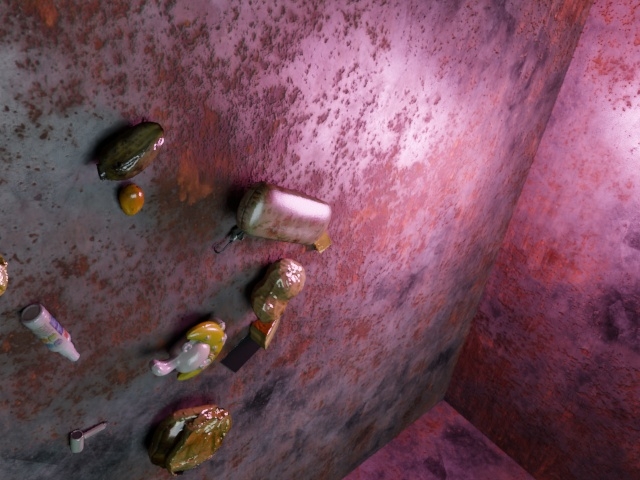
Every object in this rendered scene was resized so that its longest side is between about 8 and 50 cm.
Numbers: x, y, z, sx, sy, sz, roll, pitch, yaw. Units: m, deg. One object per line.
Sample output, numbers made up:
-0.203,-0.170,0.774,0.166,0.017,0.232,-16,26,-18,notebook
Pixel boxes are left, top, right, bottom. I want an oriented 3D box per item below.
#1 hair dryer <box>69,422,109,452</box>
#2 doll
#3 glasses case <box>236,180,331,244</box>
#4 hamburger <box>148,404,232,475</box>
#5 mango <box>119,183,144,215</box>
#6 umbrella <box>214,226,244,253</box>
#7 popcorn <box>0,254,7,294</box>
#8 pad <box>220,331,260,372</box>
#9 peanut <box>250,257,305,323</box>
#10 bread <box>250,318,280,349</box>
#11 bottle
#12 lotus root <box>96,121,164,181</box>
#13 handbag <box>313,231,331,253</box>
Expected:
-0.691,0.580,1.729,0.124,0.038,0.063,-24,140,-46,hair dryer
-0.395,0.339,1.784,0.252,0.111,0.237,-41,161,-16,doll
-0.098,-0.074,1.725,0.425,0.098,0.156,10,106,-61,glasses case
-0.457,0.681,2.008,0.285,0.134,0.265,13,104,-60,hamburger
-0.450,-0.094,1.370,0.060,0.046,0.089,-16,146,-38,mango
-0.207,-0.051,1.702,0.269,0.044,0.044,-44,-170,-13,umbrella
-0.700,0.068,1.181,0.116,0.121,0.106,-50,-165,44,popcorn
-0.265,0.388,2.074,0.190,0.004,0.127,-45,146,-9,pad
-0.142,0.168,1.918,0.233,0.110,0.197,-51,151,0,peanut
-0.169,0.313,2.040,0.139,0.084,0.074,-24,134,-39,bread
-0.657,0.237,1.419,0.060,0.060,0.217,-37,143,-21,bottle
-0.418,-0.194,1.277,0.179,0.089,0.080,-43,-173,-19,lotus root
0.000,0.000,2.005,0.061,0.027,0.083,-43,142,-11,handbag
